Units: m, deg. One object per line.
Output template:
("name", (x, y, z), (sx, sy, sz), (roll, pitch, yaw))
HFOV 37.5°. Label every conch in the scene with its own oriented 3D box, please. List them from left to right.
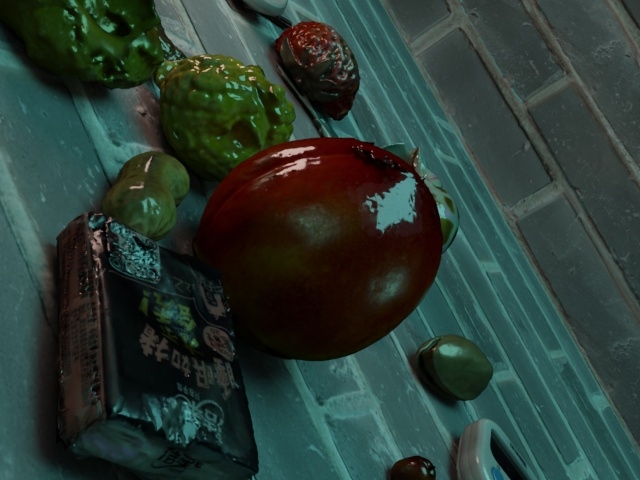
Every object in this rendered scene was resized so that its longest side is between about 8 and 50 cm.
("conch", (0.201, -0.057, 2.212), (0.249, 0.197, 0.368), (25, 34, -13))

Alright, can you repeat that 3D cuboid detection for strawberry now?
("strawberry", (0.021, -0.451, 2.399), (0.265, 0.149, 0.336), (51, 14, -3))

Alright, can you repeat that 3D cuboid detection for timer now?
("timer", (0.369, 0.507, 1.920), (0.262, 0.087, 0.237), (54, 21, -11))

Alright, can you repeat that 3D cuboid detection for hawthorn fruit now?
("hawthorn fruit", (0.159, 0.403, 1.618), (0.077, 0.077, 0.077), (47, 23, -27))

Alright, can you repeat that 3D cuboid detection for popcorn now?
("popcorn", (-0.173, -0.223, 1.605), (0.251, 0.206, 0.237), (45, 33, 18))

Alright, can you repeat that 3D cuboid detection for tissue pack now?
("tissue pack", (-0.206, 0.136, 1.122), (0.245, 0.123, 0.332), (32, 29, -38))

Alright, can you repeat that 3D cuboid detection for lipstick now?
("lipstick", (-0.130, -0.590, 2.467), (0.176, 0.027, 0.027), (13, 48, -60))

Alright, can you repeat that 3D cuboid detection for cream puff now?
("cream puff", (-0.345, -0.355, 1.422), (0.282, 0.185, 0.282), (47, 20, -22))

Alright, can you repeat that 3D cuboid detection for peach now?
("peach", (0.000, 0.000, 1.439), (0.370, 0.370, 0.370), (47, 23, -27))

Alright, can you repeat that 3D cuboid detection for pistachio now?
("pistachio", (0.289, 0.272, 2.038), (0.226, 0.136, 0.136), (26, 36, -44))

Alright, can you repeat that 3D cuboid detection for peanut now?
("peanut", (-0.247, -0.064, 1.347), (0.229, 0.098, 0.103), (-78, 173, -61))

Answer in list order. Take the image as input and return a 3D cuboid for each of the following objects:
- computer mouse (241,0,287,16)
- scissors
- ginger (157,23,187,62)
("computer mouse", (-0.183, -0.683, 2.356), (0.184, 0.121, 0.297), (12, 62, -53))
("scissors", (0.012, -0.275, 2.326), (0.383, 0.029, 0.256), (56, 21, -1))
("ginger", (-0.340, -0.417, 1.658), (0.290, 0.084, 0.122), (51, 28, -15))
